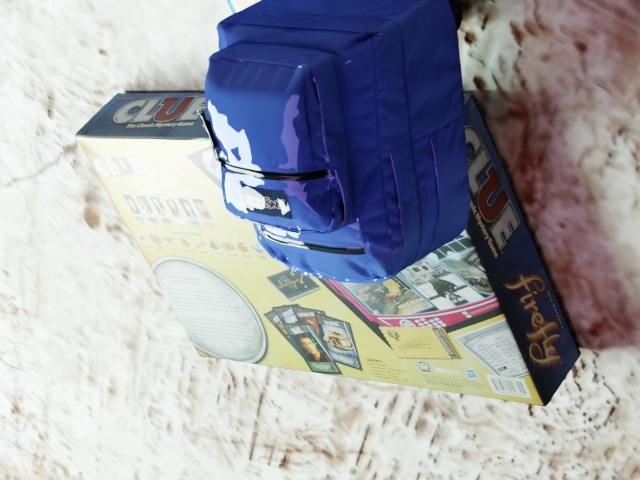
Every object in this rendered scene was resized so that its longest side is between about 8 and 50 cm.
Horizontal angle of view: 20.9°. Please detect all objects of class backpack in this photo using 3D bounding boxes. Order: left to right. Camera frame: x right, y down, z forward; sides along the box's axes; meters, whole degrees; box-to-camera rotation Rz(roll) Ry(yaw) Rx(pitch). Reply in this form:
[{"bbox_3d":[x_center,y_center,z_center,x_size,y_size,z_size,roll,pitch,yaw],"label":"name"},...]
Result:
[{"bbox_3d":[0.004,-0.040,0.744,0.098,0.101,0.120,14,125,42],"label":"backpack"}]

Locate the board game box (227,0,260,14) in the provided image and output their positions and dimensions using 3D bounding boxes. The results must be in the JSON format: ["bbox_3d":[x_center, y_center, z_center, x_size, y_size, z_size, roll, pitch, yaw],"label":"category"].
[{"bbox_3d":[-0.014,-0.152,0.759,0.103,0.026,0.154,8,135,38],"label":"board game box"}]

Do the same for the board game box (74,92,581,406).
[{"bbox_3d":[0.000,0.000,0.903,0.243,0.042,0.165,5,133,41],"label":"board game box"}]
